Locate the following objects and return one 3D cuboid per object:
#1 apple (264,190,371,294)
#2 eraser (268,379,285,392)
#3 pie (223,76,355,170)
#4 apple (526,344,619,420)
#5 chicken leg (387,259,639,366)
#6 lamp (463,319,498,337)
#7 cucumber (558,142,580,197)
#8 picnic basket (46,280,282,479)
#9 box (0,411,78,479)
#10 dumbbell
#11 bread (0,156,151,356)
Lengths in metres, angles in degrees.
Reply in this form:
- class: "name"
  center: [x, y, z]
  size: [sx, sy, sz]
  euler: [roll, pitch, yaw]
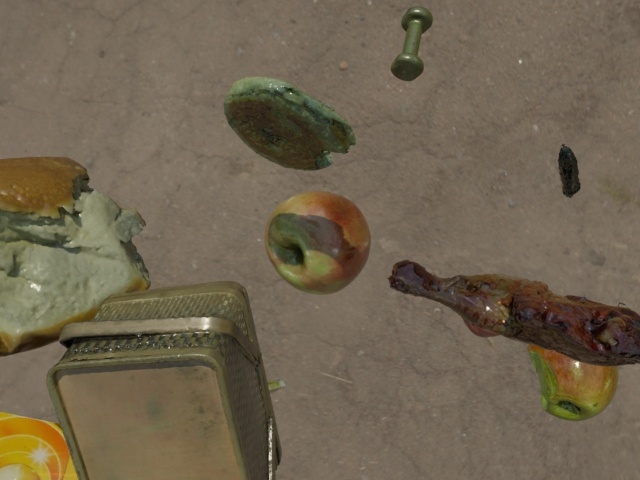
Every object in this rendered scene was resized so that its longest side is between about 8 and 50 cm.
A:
- class: "apple"
  center: [0.000, 0.000, 1.805]
  size: [0.319, 0.277, 0.319]
  euler: [24, 130, 31]
- class: "eraser"
  center: [-0.112, 0.313, 1.276]
  size: [0.038, 0.083, 0.019]
  euler: [-36, 68, 24]
- class: "pie"
  center: [-0.076, -0.251, 1.336]
  size: [0.302, 0.302, 0.067]
  euler: [9, 65, 27]
- class: "apple"
  center: [0.675, 0.366, 1.650]
  size: [0.246, 0.246, 0.226]
  euler: [6, 58, 26]
- class: "chicken leg"
  center: [0.245, 0.087, 0.755]
  size: [0.322, 0.177, 0.083]
  euler: [16, 93, 46]
- class: "lamp"
  center: [0.496, 0.200, 1.737]
  size: [0.140, 0.182, 0.182]
  euler: [42, 101, -15]
- class: "cucumber"
  center: [0.669, -0.187, 1.635]
  size: [0.053, 0.181, 0.053]
  euler: [-16, 47, 18]
- class: "picnic basket"
  center: [-0.140, 0.179, 0.597]
  size: [0.165, 0.139, 0.267]
  euler: [-6, 112, 6]
- class: "box"
  center: [-0.402, 0.329, 0.848]
  size: [0.043, 0.269, 0.152]
  euler: [-52, 28, 40]
- class: "dumbbell"
  center: [0.140, -0.302, 0.929]
  size: [0.052, 0.046, 0.118]
  euler: [-36, 36, 59]
- class: "bread"
  center: [-0.369, 0.011, 0.763]
  size: [0.250, 0.278, 0.225]
  euler: [25, 127, 52]
